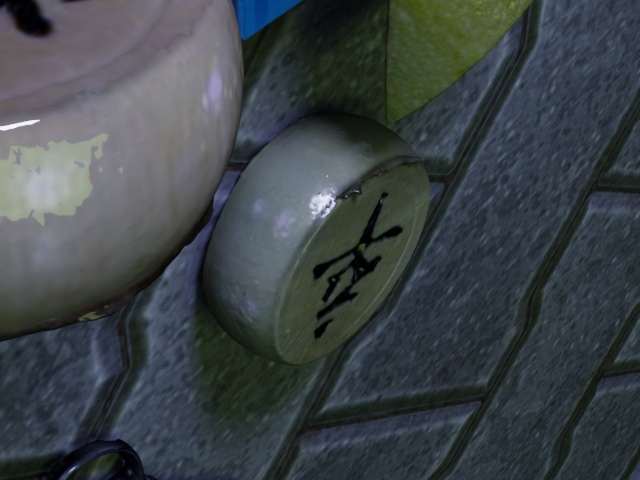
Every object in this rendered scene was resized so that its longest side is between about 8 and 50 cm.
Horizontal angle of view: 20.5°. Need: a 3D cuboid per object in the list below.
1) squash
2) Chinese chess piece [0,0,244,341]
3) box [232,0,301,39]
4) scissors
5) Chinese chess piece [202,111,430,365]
[{"bbox_3d":[0.082,-0.224,1.117,0.204,0.155,0.237,-26,-145,53],"label":"squash"},{"bbox_3d":[-0.160,-0.068,0.725,0.257,0.257,0.104,-32,140,-38],"label":"Chinese chess piece"},{"bbox_3d":[-0.020,-0.228,0.974,0.139,0.073,0.194,-38,149,-30],"label":"box"},{"bbox_3d":[-0.127,0.196,1.355,0.109,0.022,0.300,-56,155,12],"label":"scissors"},{"bbox_3d":[0.000,0.000,1.267,0.188,0.083,0.188,-42,151,-30],"label":"Chinese chess piece"}]
